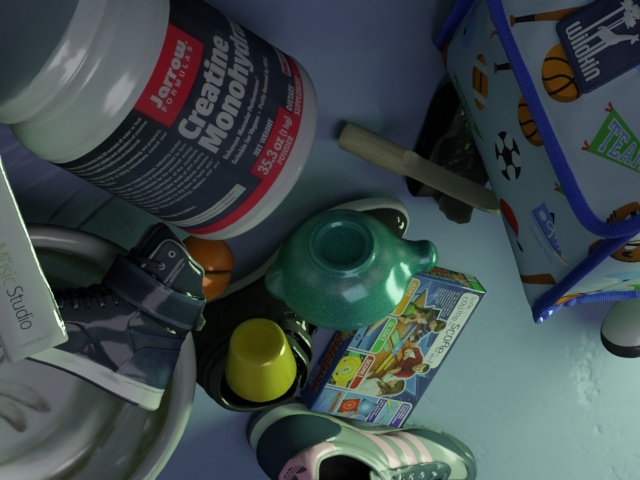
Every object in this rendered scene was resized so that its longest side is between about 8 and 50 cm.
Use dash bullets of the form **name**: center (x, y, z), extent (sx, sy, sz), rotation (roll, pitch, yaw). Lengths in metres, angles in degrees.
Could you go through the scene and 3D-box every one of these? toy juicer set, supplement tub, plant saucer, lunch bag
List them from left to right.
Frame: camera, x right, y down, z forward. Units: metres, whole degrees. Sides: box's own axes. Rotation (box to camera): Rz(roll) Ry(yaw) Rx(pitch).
- **plant saucer**: center (-0.325, 0.142, 1.612), extent (0.400, 0.100, 0.401), rotation (-12, 124, -19)
- **supplement tub**: center (-0.154, -0.132, 1.444), extent (0.272, 0.191, 0.191), rotation (28, 108, -38)
- **toy juicer set**: center (0.000, 0.000, 1.628), extent (0.329, 0.209, 0.089), rotation (-35, 154, -18)
- **lunch bag**: center (0.274, -0.142, 1.457), extent (0.238, 0.328, 0.385), rotation (-13, 164, -19)

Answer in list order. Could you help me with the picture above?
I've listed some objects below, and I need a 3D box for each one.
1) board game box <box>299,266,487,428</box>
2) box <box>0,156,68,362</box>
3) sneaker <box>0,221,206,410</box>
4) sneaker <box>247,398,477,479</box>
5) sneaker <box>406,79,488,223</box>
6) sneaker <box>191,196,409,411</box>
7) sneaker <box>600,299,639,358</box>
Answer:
- **board game box**: center (0.082, 0.116, 1.838), extent (0.136, 0.035, 0.201), rotation (16, 116, -33)
- **box**: center (-0.301, -0.082, 1.324), extent (0.058, 0.322, 0.232), rotation (-23, 130, -13)
- **sneaker**: center (-0.212, 0.041, 1.494), extent (0.226, 0.086, 0.163), rotation (26, 96, -27)
- **sneaker**: center (0.067, 0.279, 1.884), extent (0.319, 0.131, 0.112), rotation (14, 116, -32)
- **sneaker**: center (0.148, -0.093, 1.711), extent (0.089, 0.051, 0.170), rotation (3, 126, -27)
- **sneaker**: center (-0.013, 0.075, 1.690), extent (0.295, 0.147, 0.105), rotation (-33, 129, -2)
- **sneaker**: center (0.389, 0.000, 1.689), extent (0.270, 0.090, 0.145), rotation (-32, 130, -4)
